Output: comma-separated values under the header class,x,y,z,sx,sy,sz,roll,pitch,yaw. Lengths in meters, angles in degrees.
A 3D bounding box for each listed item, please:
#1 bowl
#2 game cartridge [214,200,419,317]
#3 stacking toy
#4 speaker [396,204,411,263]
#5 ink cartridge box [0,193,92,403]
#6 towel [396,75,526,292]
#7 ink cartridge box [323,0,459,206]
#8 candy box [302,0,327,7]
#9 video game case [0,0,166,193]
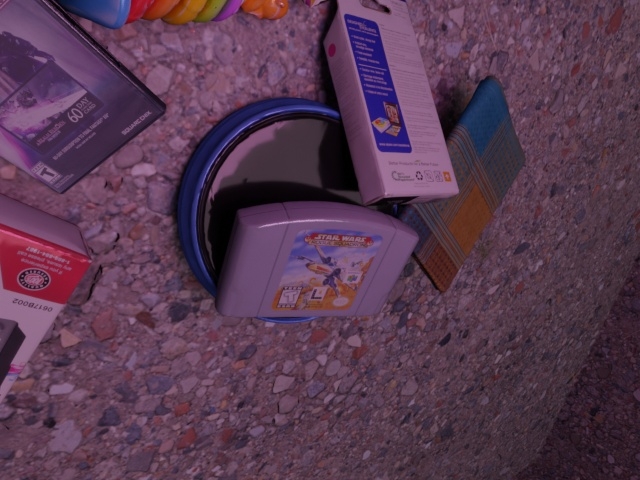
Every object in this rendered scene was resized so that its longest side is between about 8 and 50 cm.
class,x,y,z,sx,sy,sz,roll,pitch,yaw
bowl,-0.039,-0.040,0.790,0.391,0.077,0.391,-7,107,-24
game cartridge,0.002,0.034,0.717,0.297,0.062,0.198,4,130,-26
stacking toy,-0.151,-0.331,0.574,0.302,0.175,0.165,-9,123,-47
speaker,0.194,-0.015,1.063,0.055,0.055,0.136,-7,119,-34
ink cartridge box,-0.470,0.085,0.565,0.226,0.131,0.306,30,93,-43
towel,0.290,-0.105,0.937,0.370,0.040,0.271,-55,134,-12
ink cartridge box,0.109,-0.241,0.768,0.176,0.069,0.371,-5,80,-36
candy box,0.063,-0.457,0.662,0.233,0.071,0.159,-31,155,-19
video game case,-0.348,-0.187,0.522,0.196,0.026,0.274,-32,136,14
